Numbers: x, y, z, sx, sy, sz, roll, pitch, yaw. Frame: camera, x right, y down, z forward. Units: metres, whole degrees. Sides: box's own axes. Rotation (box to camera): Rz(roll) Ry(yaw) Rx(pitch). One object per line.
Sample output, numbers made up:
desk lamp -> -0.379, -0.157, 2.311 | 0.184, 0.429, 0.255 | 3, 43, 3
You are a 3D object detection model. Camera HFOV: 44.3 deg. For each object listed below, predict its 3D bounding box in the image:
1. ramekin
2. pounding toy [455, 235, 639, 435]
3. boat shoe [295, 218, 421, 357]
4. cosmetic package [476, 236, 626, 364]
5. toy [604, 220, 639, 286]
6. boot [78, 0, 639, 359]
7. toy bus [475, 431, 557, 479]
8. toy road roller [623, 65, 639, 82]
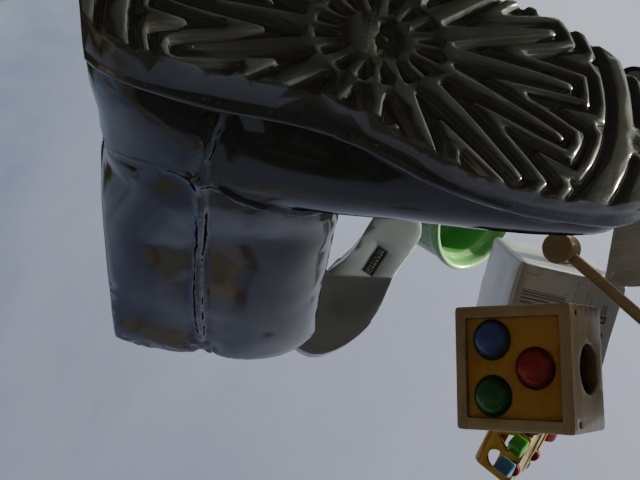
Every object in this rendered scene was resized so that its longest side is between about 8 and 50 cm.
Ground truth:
ramekin -> 0.323, -0.097, 1.860 | 0.148, 0.303, 0.303 | 28, -111, 42
pounding toy -> 0.234, 0.090, 0.803 | 0.181, 0.094, 0.206 | -7, -101, 39
boat shoe -> 0.048, 0.070, 1.241 | 0.113, 0.105, 0.306 | 32, -120, 3
cosmetic package -> 0.326, 0.097, 1.156 | 0.151, 0.151, 0.183 | 13, -168, -2
toy -> 0.432, -0.002, 0.962 | 0.137, 0.056, 0.237 | -6, -152, 31
boot -> -0.002, -0.001, 0.633 | 0.367, 0.445, 0.146 | 19, -124, 0
toy bus -> 0.368, 0.348, 1.468 | 0.104, 0.191, 0.202 | 34, -108, 31
toy road roller -> 0.591, -0.242, 1.770 | 0.329, 0.202, 0.240 | -5, -93, 3
